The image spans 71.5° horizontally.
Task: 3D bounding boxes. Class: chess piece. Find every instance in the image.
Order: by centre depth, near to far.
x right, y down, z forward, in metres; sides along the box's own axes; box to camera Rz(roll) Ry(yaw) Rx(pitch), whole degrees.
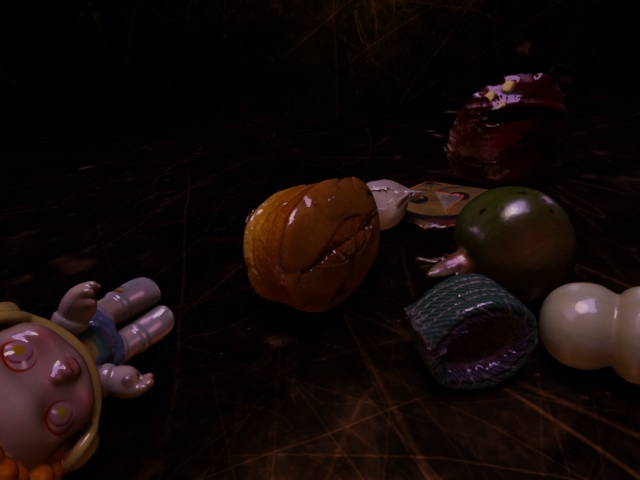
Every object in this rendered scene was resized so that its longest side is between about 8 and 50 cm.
[{"bbox_3d":[0.382,0.109,0.496,0.251,0.144,0.144,6,27,33],"label":"chess piece"}]

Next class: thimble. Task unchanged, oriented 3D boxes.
[{"bbox_3d":[0.180,0.109,0.540,0.135,0.118,0.090,-23,22,-1],"label":"thimble"}]

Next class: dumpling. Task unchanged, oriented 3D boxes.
[{"bbox_3d":[0.132,-0.080,0.971,0.188,0.108,0.127,-22,6,19],"label":"dumpling"}]

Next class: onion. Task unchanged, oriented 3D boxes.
[{"bbox_3d":[0.480,-0.261,1.117,0.314,0.280,0.146,-3,40,6],"label":"onion"}]

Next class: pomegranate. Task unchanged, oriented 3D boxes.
[{"bbox_3d":[0.259,0.021,0.670,0.224,0.181,0.181,-29,28,-1],"label":"pomegranate"}]

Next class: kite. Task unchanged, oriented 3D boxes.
[{"bbox_3d":[0.284,-0.098,1.077,0.377,0.013,0.327,-5,25,8],"label":"kite"}]

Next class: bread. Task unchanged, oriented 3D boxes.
[{"bbox_3d":[0.000,0.000,0.720,0.142,0.195,0.269,0,21,34],"label":"bread"}]

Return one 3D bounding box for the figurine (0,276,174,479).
[{"bbox_3d":[-0.315,0.170,0.503,0.205,0.225,0.382,-20,-5,21],"label":"figurine"}]
